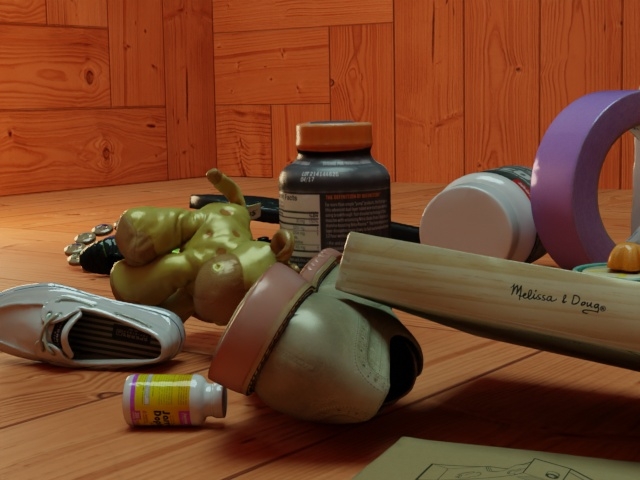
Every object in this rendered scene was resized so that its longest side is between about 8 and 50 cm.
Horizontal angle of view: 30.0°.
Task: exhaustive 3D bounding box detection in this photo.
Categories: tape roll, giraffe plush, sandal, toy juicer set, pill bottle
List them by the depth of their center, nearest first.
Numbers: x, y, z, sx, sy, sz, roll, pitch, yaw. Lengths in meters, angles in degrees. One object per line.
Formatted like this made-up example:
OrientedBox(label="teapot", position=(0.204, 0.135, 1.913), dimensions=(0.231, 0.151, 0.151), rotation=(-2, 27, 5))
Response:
OrientedBox(label="pill bottle", position=(-0.122, 0.134, 1.003), dimensions=(0.083, 0.043, 0.043), rotation=(-1, 7, 4))
OrientedBox(label="giraffe plush", position=(-0.103, 0.040, 1.301), dimensions=(0.210, 0.181, 0.170), rotation=(-35, 42, -20))
OrientedBox(label="pill bottle", position=(0.017, -0.014, 1.368), dimensions=(0.130, 0.246, 0.130), rotation=(-1, 7, 0))
OrientedBox(label="toy juicer set", position=(0.408, 0.048, 1.448), dimensions=(0.209, 0.090, 0.329), rotation=(5, 8, 40))
OrientedBox(label="tape roll", position=(0.428, -0.073, 1.670), dimensions=(0.274, 0.275, 0.090), rotation=(-5, 7, -30))
OrientedBox(label="pill bottle", position=(0.259, -0.026, 1.788), dimensions=(0.161, 0.161, 0.283), rotation=(2, 8, 24))
OrientedBox(label="sandal", position=(0.002, 0.000, 1.952), dimensions=(0.445, 0.107, 0.167), rotation=(11, 4, -9))

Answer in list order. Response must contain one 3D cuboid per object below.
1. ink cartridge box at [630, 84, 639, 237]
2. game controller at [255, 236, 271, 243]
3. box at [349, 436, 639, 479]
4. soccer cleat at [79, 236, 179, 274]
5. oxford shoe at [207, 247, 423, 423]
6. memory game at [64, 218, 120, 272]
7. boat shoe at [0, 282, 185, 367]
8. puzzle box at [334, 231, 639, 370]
OrientedBox(label="ink cartridge box", position=(0.655, -0.112, 1.919), dimensions=(0.166, 0.286, 0.395), rotation=(5, 9, 37))
OrientedBox(label="game controller", position=(-0.127, 0.042, 1.676), dimensions=(0.166, 0.067, 0.319), rotation=(-1, 6, -1))
OrientedBox(label="box", position=(0.123, 0.168, 0.786), dimensions=(0.201, 0.021, 0.164), rotation=(1, 7, 23))
OrientedBox(label="soccer cleat", position=(-0.288, 0.030, 1.858), dimensions=(0.178, 0.060, 0.072), rotation=(-1, 20, -4))
OrientedBox(label="oxford shoe", position=(0.016, 0.102, 1.070), dimensions=(0.146, 0.140, 0.397), rotation=(30, 9, 8))
OrientedBox(label="memory game", position=(-0.331, 0.006, 1.976), dimensions=(0.186, 0.012, 0.186), rotation=(-6, 27, 3))
OrientedBox(label="boat shoe", position=(-0.256, 0.089, 1.233), dimensions=(0.226, 0.083, 0.076), rotation=(1, 6, 7))
OrientedBox(label="puzzle box", position=(0.251, 0.072, 0.945), dimensions=(0.409, 0.052, 0.272), rotation=(10, -7, 34))
